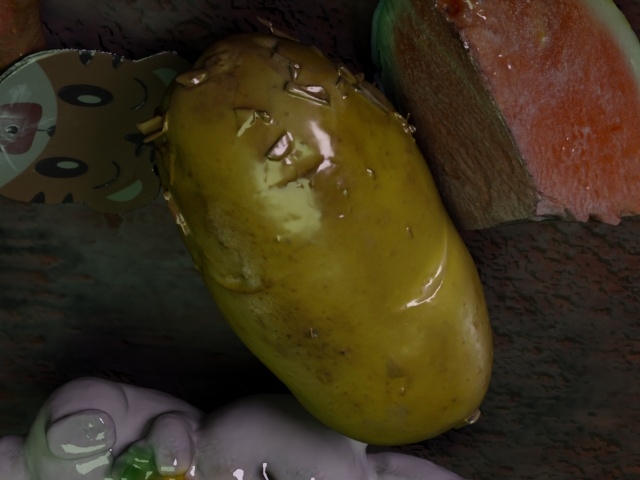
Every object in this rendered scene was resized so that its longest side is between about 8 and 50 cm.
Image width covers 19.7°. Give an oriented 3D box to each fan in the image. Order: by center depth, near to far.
[{"bbox_3d":[-0.194,-0.072,1.157,0.226,0.008,0.152,3,138,-21],"label":"fan"}]

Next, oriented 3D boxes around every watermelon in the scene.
[{"bbox_3d":[0.100,-0.091,1.107,0.146,0.128,0.231,-1,125,50],"label":"watermelon"}]

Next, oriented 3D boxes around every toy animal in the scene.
[{"bbox_3d":[-0.065,0.162,1.301,0.325,0.154,0.208,-22,105,-1],"label":"toy animal"}]

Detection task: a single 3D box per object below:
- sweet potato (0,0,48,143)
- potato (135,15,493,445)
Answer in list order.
[{"bbox_3d":[-0.194,-0.114,1.146,0.050,0.050,0.214,5,137,3],"label":"sweet potato"},{"bbox_3d":[0.000,0.000,1.144,0.173,0.140,0.300,0,132,42],"label":"potato"}]
